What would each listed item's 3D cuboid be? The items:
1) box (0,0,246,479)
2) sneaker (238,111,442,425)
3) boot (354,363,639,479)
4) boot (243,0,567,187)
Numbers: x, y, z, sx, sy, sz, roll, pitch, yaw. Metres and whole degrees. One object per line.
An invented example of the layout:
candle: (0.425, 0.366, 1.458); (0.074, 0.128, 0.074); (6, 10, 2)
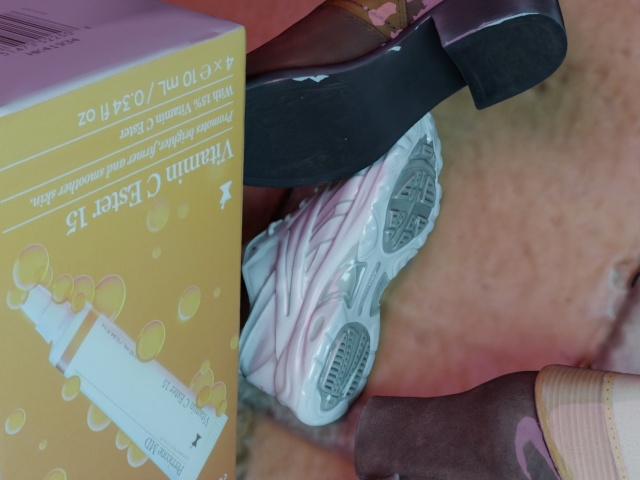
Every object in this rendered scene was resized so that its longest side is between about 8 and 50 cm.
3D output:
box: (-0.175, 0.042, 0.781); (0.168, 0.215, 0.345); (19, 121, 28)
sneaker: (0.000, 0.000, 0.887); (0.115, 0.090, 0.232); (20, 80, 32)
boot: (0.117, 0.201, 0.779); (0.207, 0.090, 0.248); (-12, 68, 33)
boot: (0.013, -0.180, 0.893); (0.264, 0.096, 0.280); (-25, 43, 14)
